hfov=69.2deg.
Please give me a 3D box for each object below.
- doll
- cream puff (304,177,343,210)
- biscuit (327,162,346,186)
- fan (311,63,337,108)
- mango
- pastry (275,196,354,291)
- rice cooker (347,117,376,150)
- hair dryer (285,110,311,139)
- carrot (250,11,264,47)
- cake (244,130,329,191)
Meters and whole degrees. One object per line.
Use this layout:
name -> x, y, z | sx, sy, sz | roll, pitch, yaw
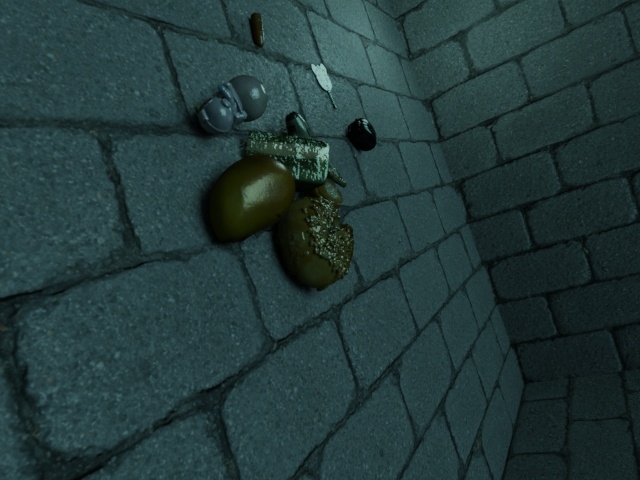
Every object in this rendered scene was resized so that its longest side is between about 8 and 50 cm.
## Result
doll -> -0.270, -0.403, 1.403 | 0.151, 0.150, 0.287 | 59, 37, -19
cream puff -> 0.006, -0.155, 1.708 | 0.150, 0.115, 0.166 | 20, 45, -35
biscuit -> 0.047, -0.257, 1.803 | 0.141, 0.038, 0.290 | 45, 10, 6
fan -> 0.029, -0.723, 2.172 | 0.227, 0.008, 0.152 | 65, 30, -7
mango -> -0.200, -0.123, 1.330 | 0.317, 0.172, 0.212 | -49, 122, -42
pastry -> 0.000, 0.000, 1.537 | 0.284, 0.184, 0.316 | -27, 98, -53
rice cooker -> 0.205, -0.511, 2.231 | 0.165, 0.112, 0.107 | 53, 29, -26
hair dryer -> -0.077, -0.336, 1.742 | 0.219, 0.088, 0.225 | 41, 54, -45
carrot -> -0.236, -0.796, 1.760 | 0.048, 0.048, 0.139 | 13, 64, -55
cake -> -0.097, -0.273, 1.536 | 0.283, 0.172, 0.158 | 14, 76, -51
